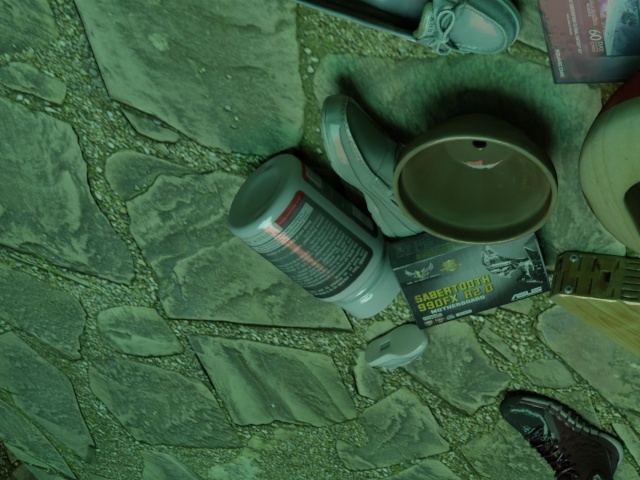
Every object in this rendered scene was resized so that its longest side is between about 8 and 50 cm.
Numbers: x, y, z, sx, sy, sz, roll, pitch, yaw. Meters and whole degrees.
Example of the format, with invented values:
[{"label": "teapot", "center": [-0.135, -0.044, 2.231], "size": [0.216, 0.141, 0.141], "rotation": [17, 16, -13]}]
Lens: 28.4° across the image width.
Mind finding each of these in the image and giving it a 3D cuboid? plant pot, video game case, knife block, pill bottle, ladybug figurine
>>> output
[{"label": "plant pot", "center": [0.229, -0.107, 1.845], "size": [0.237, 0.110, 0.237], "rotation": [7, 141, 6]}, {"label": "video game case", "center": [0.414, -0.278, 1.579], "size": [0.274, 0.026, 0.196], "rotation": [2, 140, 23]}, {"label": "knife block", "center": [0.524, 0.133, 2.077], "size": [0.275, 0.088, 0.242], "rotation": [6, 144, 18]}, {"label": "pill bottle", "center": [0.000, 0.000, 2.081], "size": [0.283, 0.161, 0.161], "rotation": [39, 142, -27]}, {"label": "ladybug figurine", "center": [0.498, -0.101, 1.641], "size": [0.305, 0.162, 0.449], "rotation": [-1, 153, 25]}]

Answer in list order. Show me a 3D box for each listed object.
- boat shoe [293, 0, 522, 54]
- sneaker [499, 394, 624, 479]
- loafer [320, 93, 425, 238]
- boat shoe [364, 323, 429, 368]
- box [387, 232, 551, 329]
[{"label": "boat shoe", "center": [0.102, -0.306, 1.637], "size": [0.320, 0.103, 0.118], "rotation": [22, 147, -4]}, {"label": "sneaker", "center": [0.463, 0.419, 2.455], "size": [0.281, 0.163, 0.106], "rotation": [27, 146, -12]}, {"label": "loafer", "center": [0.099, -0.114, 1.923], "size": [0.111, 0.112, 0.319], "rotation": [-7, 147, 27]}, {"label": "boat shoe", "center": [0.157, 0.209, 2.400], "size": [0.063, 0.066, 0.184], "rotation": [20, 147, -28]}, {"label": "box", "center": [0.242, 0.045, 2.038], "size": [0.231, 0.056, 0.183], "rotation": [-17, 141, 8]}]
